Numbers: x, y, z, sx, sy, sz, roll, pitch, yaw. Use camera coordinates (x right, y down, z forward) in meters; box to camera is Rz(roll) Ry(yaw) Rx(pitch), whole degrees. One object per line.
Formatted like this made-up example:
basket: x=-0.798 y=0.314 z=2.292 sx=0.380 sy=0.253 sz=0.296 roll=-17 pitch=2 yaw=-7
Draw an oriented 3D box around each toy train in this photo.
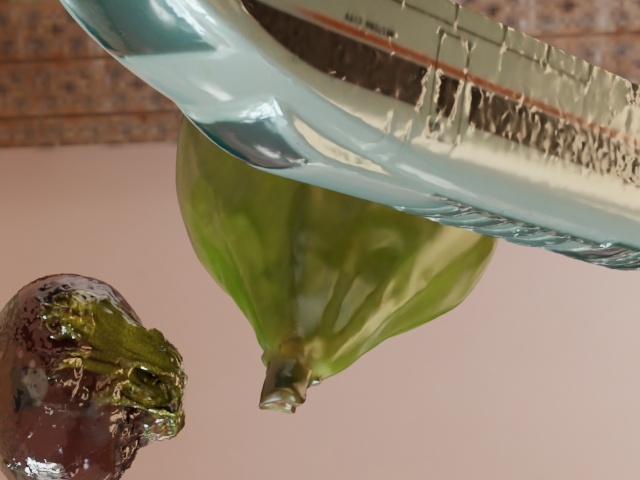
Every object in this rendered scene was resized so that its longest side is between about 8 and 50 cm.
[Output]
toy train: x=0.035 y=-0.059 z=0.686 sx=0.407 sy=0.086 sz=0.088 roll=14 pitch=-98 yaw=-46

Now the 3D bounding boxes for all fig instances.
fig: x=0.021 y=-0.006 z=1.033 sx=0.233 sy=0.233 sz=0.314 roll=78 pitch=178 yaw=-56

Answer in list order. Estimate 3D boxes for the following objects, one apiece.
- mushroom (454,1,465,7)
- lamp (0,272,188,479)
mushroom: x=0.217 y=-0.093 z=1.431 sx=0.068 sy=0.306 sz=0.043 roll=-48 pitch=-8 yaw=5
lamp: x=-0.157 y=0.101 z=1.052 sx=0.157 sy=0.134 sz=0.156 roll=-126 pitch=39 yaw=-77
